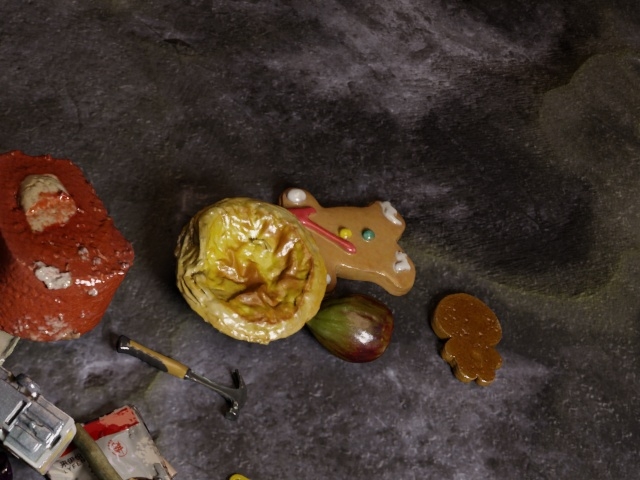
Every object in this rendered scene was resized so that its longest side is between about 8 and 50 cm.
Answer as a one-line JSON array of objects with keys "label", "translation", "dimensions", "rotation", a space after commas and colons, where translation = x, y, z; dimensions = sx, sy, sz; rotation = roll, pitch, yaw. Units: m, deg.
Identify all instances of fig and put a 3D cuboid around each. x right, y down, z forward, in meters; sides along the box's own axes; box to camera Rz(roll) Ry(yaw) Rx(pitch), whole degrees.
[{"label": "fig", "translation": [0.033, 0.126, 1.929], "dimensions": [0.154, 0.103, 0.109], "rotation": [17, 9, 0]}]

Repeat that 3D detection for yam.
[{"label": "yam", "translation": [-0.250, 0.320, 1.602], "dimensions": [0.234, 0.027, 0.029], "rotation": [46, 15, 25]}]

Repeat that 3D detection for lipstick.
[{"label": "lipstick", "translation": [-0.230, 0.283, 1.705], "dimensions": [0.094, 0.019, 0.019], "rotation": [43, 46, 12]}]

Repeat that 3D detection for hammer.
[{"label": "hammer", "translation": [-0.195, 0.183, 1.808], "dimensions": [0.201, 0.021, 0.078], "rotation": [27, 44, -6]}]

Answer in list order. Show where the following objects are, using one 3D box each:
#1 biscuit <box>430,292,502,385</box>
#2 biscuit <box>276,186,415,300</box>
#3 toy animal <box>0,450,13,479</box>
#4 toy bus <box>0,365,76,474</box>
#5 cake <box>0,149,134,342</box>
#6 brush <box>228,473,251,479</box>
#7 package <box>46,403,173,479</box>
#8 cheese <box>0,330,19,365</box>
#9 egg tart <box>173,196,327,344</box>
[{"label": "biscuit", "translation": [0.236, 0.159, 2.056], "dimensions": [0.124, 0.026, 0.175], "rotation": [13, 47, -16]}, {"label": "biscuit", "translation": [0.000, 0.000, 2.055], "dimensions": [0.339, 0.047, 0.216], "rotation": [7, 48, -24]}, {"label": "toy animal", "translation": [-0.507, 0.305, 1.486], "dimensions": [0.324, 0.090, 0.195], "rotation": [-29, 79, -40]}, {"label": "toy bus", "translation": [-0.431, 0.186, 1.603], "dimensions": [0.268, 0.106, 0.092], "rotation": [33, 70, 9]}, {"label": "cake", "translation": [-0.389, 0.006, 1.746], "dimensions": [0.177, 0.151, 0.283], "rotation": [-2, 47, -45]}, {"label": "brush", "translation": [-0.034, 0.371, 1.739], "dimensions": [0.205, 0.011, 0.083], "rotation": [27, 45, -4]}, {"label": "package", "translation": [-0.256, 0.334, 1.638], "dimensions": [0.154, 0.030, 0.239], "rotation": [-16, 62, -35]}, {"label": "cheese", "translation": [-0.495, 0.103, 1.705], "dimensions": [0.192, 0.037, 0.097], "rotation": [31, 43, -2]}, {"label": "egg tart", "translation": [-0.110, 0.048, 1.898], "dimensions": [0.241, 0.106, 0.241], "rotation": [9, 62, -18]}]
